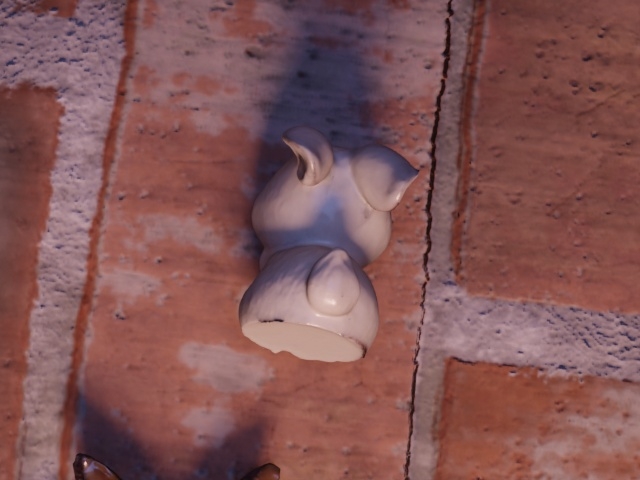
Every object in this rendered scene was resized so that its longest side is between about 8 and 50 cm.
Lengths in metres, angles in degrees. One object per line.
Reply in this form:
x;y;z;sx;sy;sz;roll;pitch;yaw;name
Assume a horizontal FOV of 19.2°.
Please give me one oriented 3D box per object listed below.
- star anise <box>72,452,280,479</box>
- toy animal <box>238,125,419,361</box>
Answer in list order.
-0.119;0.347;1.620;0.292;0.109;0.350;21;79;2;star anise
0.002;0.005;1.660;0.127;0.178;0.193;14;80;-7;toy animal
